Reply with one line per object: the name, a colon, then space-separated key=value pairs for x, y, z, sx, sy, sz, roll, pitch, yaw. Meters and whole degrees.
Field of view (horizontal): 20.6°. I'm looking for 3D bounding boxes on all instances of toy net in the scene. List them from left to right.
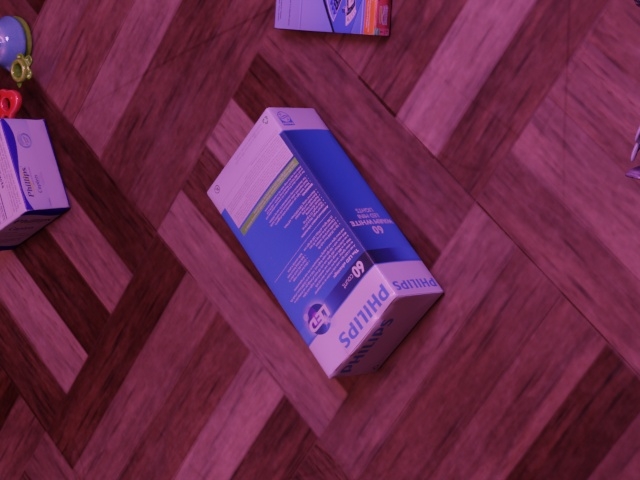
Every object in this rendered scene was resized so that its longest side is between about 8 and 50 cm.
toy net: x=-0.418 y=-0.168 z=2.226 sx=0.122 sy=0.045 sz=0.232 roll=49 pitch=125 yaw=27

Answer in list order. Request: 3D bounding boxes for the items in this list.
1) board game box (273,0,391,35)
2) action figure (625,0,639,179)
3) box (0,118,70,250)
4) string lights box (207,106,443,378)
board game box: x=0.019 y=-0.355 z=1.814 sx=0.145 sy=0.027 sz=0.281 roll=10 pitch=99 yaw=43
action figure: x=0.339 y=-0.178 z=1.482 sx=0.185 sy=0.099 sz=0.285 roll=22 pitch=103 yaw=49
box: x=-0.390 y=-0.068 z=2.183 sx=0.137 sy=0.072 sz=0.126 roll=-30 pitch=72 yaw=41
string lights box: x=0.000 y=0.000 z=1.820 sx=0.133 sy=0.077 sz=0.259 roll=-52 pitch=60 yaw=33
